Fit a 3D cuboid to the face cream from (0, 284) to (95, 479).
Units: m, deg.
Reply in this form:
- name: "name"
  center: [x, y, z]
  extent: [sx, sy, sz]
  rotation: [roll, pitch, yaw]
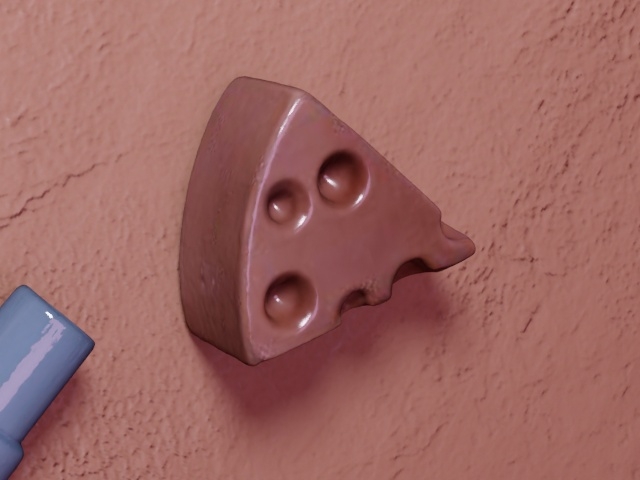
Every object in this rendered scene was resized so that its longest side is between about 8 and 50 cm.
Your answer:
- name: "face cream"
  center: [-0.300, 0.199, 1.299]
  extent: [0.135, 0.086, 0.385]
  rotation: [41, 84, -23]

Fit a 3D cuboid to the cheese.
- name: "cheese"
  center: [-0.024, 0.008, 1.393]
  extent: [0.203, 0.128, 0.177]
  rotation: [41, 80, -31]
